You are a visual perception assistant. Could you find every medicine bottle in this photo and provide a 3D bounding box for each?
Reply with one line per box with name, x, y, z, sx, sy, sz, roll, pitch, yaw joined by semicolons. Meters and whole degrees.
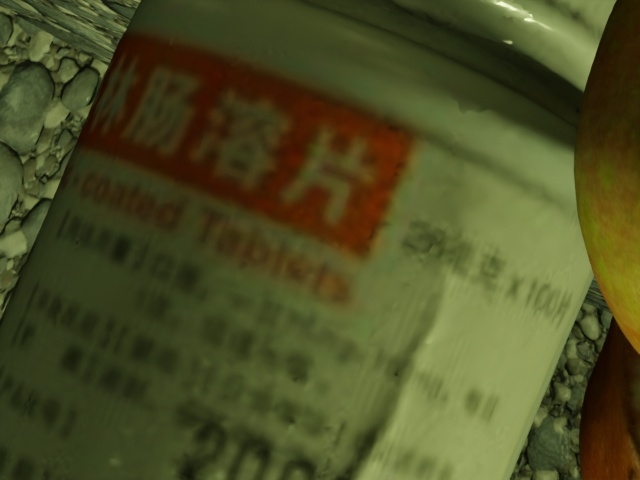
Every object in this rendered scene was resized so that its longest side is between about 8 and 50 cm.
medicine bottle;0.000;0.000;0.741;0.211;0.371;0.211;22;178;1

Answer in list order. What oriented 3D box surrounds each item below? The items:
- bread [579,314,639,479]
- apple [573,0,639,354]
bread;0.314;0.101;1.057;0.328;0.295;0.114;11;142;-1
apple;0.182;-0.028;0.612;0.196;0.196;0.196;24;177;1
